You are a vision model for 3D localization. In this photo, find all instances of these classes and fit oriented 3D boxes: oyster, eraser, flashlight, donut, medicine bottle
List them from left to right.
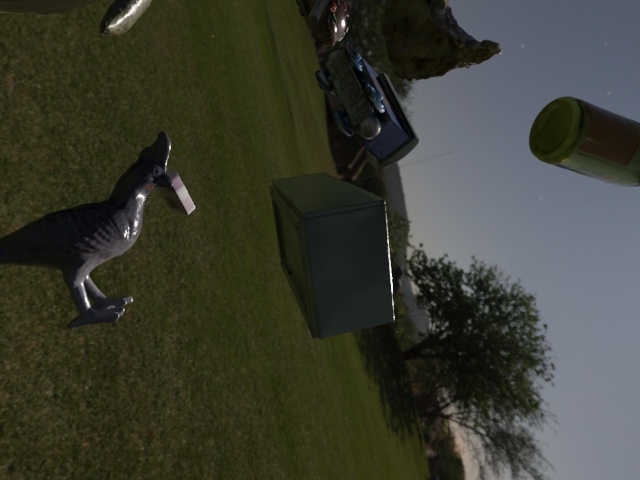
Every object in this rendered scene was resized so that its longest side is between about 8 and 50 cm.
[{"bbox_3d":[-0.314,-0.104,0.897,0.026,0.065,0.105,-50,146,-30],"label":"eraser"},{"bbox_3d":[-0.002,-0.750,1.322,0.269,0.103,0.269,62,-3,5],"label":"donut"},{"bbox_3d":[0.002,-0.454,0.804,0.018,0.018,0.083,73,39,-69],"label":"flashlight"},{"bbox_3d":[0.244,-0.484,0.984,0.396,0.111,0.204,63,-29,24],"label":"oyster"},{"bbox_3d":[0.511,-0.172,0.761,0.124,0.239,0.124,-170,-90,-72],"label":"medicine bottle"}]

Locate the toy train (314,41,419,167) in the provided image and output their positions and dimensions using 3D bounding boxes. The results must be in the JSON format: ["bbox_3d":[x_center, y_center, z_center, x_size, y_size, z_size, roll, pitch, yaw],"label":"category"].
[{"bbox_3d":[0.105,-0.326,1.005,0.202,0.131,0.299,26,40,-44],"label":"toy train"}]

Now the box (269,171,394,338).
[{"bbox_3d":[0.000,0.000,0.500,0.225,0.086,0.129,-132,-147,-70],"label":"box"}]

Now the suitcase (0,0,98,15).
[{"bbox_3d":[-0.423,-0.429,0.593,0.339,0.352,0.193,37,-37,53],"label":"suitcase"}]

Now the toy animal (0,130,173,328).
[{"bbox_3d":[-0.327,0.021,0.551,0.081,0.367,0.205,14,-49,54],"label":"toy animal"}]

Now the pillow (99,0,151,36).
[{"bbox_3d":[-0.469,-0.582,1.045,0.241,0.051,0.093,-64,-169,-20],"label":"pillow"}]
